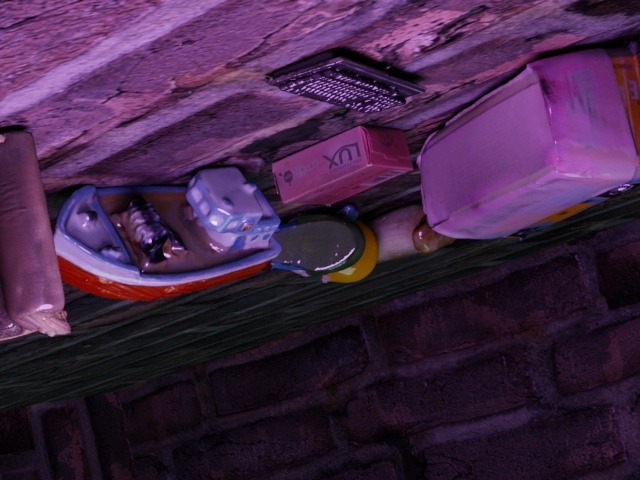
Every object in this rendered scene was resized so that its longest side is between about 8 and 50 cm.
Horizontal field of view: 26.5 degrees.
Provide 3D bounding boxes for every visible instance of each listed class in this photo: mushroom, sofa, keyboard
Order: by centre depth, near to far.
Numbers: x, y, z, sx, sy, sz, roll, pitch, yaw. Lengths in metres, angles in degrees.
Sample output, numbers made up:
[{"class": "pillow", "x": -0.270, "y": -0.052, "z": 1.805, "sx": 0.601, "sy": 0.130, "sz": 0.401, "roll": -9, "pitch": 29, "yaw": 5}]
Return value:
[{"class": "sofa", "x": -0.381, "y": 0.016, "z": 1.303, "sx": 0.258, "sy": 0.200, "sz": 0.182, "roll": -13, "pitch": 174, "yaw": 1}, {"class": "keyboard", "x": 0.033, "y": -0.161, "z": 1.409, "sx": 0.093, "sy": 0.025, "sz": 0.230, "roll": -15, "pitch": 172, "yaw": 25}, {"class": "mushroom", "x": 0.105, "y": -0.002, "z": 2.339, "sx": 0.107, "sy": 0.087, "sz": 0.333, "roll": -20, "pitch": -178, "yaw": -40}]

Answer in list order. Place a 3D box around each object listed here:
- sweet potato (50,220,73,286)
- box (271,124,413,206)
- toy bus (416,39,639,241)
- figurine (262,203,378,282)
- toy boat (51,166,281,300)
[{"class": "sweet potato", "x": -0.340, "y": 0.023, "z": 1.853, "sx": 0.075, "sy": 0.075, "sz": 0.273, "roll": -15, "pitch": 167, "yaw": 6}, {"class": "box", "x": 0.027, "y": -0.093, "z": 1.715, "sx": 0.156, "sy": 0.060, "sz": 0.111, "roll": -23, "pitch": 168, "yaw": 32}, {"class": "toy bus", "x": 0.250, "y": -0.110, "z": 1.665, "sx": 0.162, "sy": 0.171, "sz": 0.386, "roll": 0, "pitch": 167, "yaw": -20}, {"class": "figurine", "x": -0.002, "y": 0.015, "z": 2.184, "sx": 0.185, "sy": 0.127, "sz": 0.234, "roll": -10, "pitch": -178, "yaw": 6}, {"class": "toy boat", "x": -0.187, "y": -0.017, "z": 1.630, "sx": 0.331, "sy": 0.145, "sz": 0.133, "roll": -8, "pitch": 147, "yaw": -44}]
